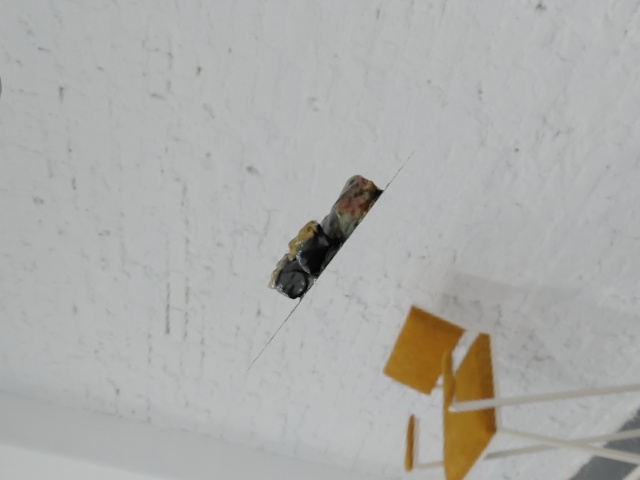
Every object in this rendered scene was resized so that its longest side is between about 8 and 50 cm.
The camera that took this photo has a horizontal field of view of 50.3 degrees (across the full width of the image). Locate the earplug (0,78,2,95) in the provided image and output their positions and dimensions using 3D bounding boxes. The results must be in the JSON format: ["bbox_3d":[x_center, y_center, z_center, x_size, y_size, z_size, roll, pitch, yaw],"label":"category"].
[{"bbox_3d":[-0.580,-0.307,0.996,0.175,0.214,0.325,-135,52,-62],"label":"earplug"}]

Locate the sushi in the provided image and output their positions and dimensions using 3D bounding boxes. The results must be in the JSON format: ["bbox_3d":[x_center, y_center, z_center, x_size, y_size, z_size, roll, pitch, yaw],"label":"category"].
[{"bbox_3d":[0.000,0.000,0.627,0.210,0.040,0.193,-53,-2,21],"label":"sushi"}]
